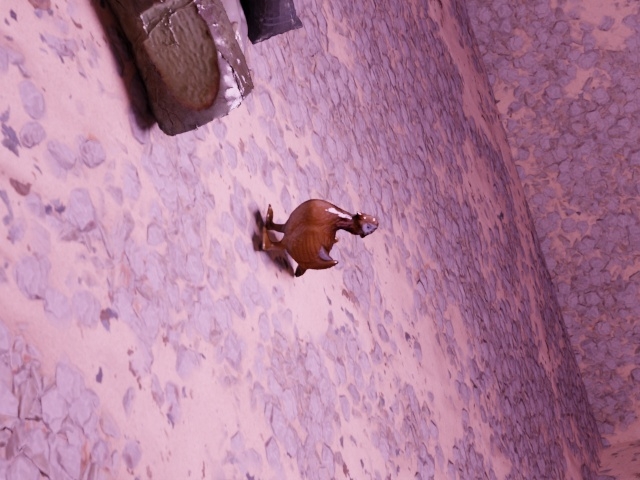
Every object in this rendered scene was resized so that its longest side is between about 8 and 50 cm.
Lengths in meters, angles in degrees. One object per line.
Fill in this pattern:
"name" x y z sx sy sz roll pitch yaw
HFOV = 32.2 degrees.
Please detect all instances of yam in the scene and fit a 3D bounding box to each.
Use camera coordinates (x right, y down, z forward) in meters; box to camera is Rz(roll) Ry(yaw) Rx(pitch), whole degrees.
"yam" -0.192 -0.278 1.490 0.254 0.154 0.154 67 23 -9

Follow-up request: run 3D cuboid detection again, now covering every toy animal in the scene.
"toy animal" 0.000 0.000 1.735 0.188 0.179 0.089 89 4 -54

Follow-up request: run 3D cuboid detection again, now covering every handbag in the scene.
"handbag" -0.109 -0.421 1.693 0.270 0.088 0.175 56 -17 40

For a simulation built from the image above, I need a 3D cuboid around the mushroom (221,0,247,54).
"mushroom" -0.183 -0.403 1.659 0.109 0.097 0.351 82 -8 -84
